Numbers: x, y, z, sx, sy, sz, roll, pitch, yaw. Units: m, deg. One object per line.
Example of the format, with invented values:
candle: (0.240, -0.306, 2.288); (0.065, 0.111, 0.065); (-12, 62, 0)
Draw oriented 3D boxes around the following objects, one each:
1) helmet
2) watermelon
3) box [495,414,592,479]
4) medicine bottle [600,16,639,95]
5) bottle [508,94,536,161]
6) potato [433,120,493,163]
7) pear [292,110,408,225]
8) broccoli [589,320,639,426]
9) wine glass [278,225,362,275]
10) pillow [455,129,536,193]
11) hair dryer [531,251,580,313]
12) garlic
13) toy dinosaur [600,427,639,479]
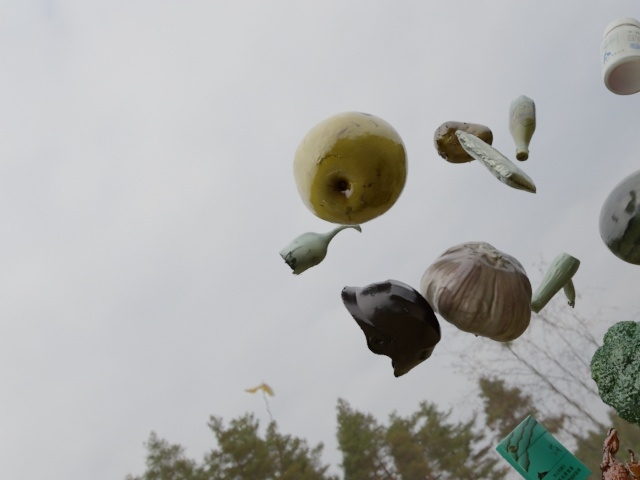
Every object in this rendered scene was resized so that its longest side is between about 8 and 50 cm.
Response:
helmet: (0.206, 0.207, 1.719); (0.177, 0.225, 0.305); (-31, -63, 15)
watermelon: (1.050, -0.069, 2.069); (0.278, 0.279, 0.360); (-14, -43, -38)
box: (0.643, 0.637, 1.862); (0.160, 0.226, 0.042); (-28, -33, -31)
medicine bottle: (1.109, -0.675, 2.340); (0.170, 0.170, 0.293); (101, -175, -50)
bottle: (0.609, -0.335, 1.938); (0.083, 0.270, 0.083); (8, -43, 7)
potato: (0.428, -0.296, 1.940); (0.137, 0.175, 0.137); (15, -90, -73)
pear: (0.089, -0.209, 1.880); (0.348, 0.348, 0.348); (-29, -30, -19)
broccoli: (0.760, 0.303, 1.465); (0.270, 0.270, 0.270); (-44, -27, 9)
wine glass: (0.000, 0.000, 2.391); (0.321, 0.143, 0.143); (-36, -29, 0)
pillow: (0.426, -0.191, 1.573); (0.128, 0.229, 0.051); (18, -65, -42)
hair dryer: (0.742, 0.170, 1.996); (0.206, 0.075, 0.237); (-52, -47, -5)
garlic: (0.455, 0.133, 1.819); (0.317, 0.317, 0.260); (-18, -50, -33)
toy dinosaur: (0.754, 0.649, 1.598); (0.097, 0.433, 0.208); (-5, -40, 17)
